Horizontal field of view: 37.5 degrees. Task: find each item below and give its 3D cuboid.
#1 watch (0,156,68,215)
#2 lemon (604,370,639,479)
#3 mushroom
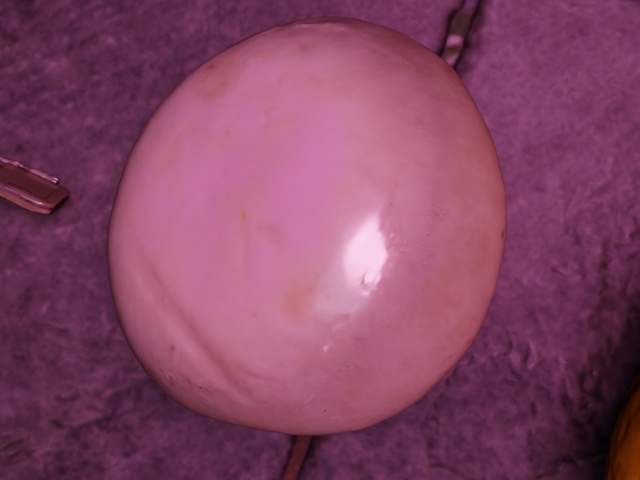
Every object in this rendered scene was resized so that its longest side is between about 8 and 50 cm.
[{"bbox_3d":[-0.260,-0.147,0.618,0.268,0.102,0.165,28,95,-5],"label":"watch"},{"bbox_3d":[0.307,0.155,0.468,0.336,0.336,0.336,0,94,6],"label":"lemon"},{"bbox_3d":[0.000,0.000,0.552,0.246,0.202,0.246,-19,53,27],"label":"mushroom"}]
